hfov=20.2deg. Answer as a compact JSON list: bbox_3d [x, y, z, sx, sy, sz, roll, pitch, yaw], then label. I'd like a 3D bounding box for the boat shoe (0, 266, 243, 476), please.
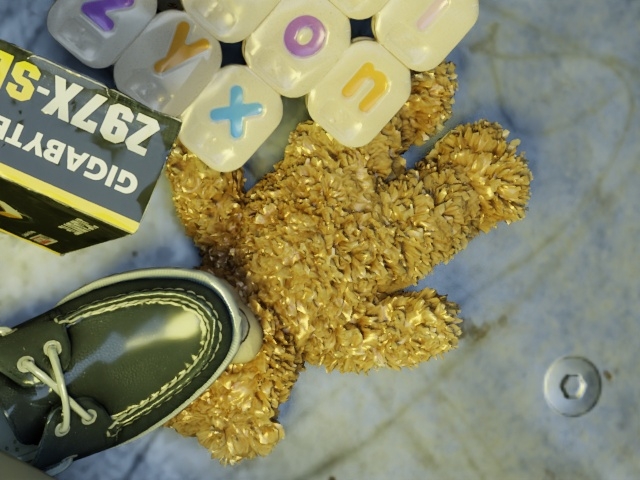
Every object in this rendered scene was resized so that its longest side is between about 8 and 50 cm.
[{"bbox_3d":[-0.194,0.109,1.177,0.302,0.091,0.114,-28,93,10],"label":"boat shoe"}]

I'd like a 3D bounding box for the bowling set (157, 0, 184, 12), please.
[{"bbox_3d":[-0.052,-0.254,1.248,0.287,0.154,0.200,11,85,-14],"label":"bowling set"}]

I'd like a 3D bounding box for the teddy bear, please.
[{"bbox_3d":[0.000,0.000,1.278,0.338,0.113,0.245,-25,93,-14],"label":"teddy bear"}]

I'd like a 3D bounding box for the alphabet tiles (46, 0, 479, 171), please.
[{"bbox_3d":[-0.035,-0.196,1.201,0.284,0.021,0.278,39,97,-17],"label":"alphabet tiles"}]

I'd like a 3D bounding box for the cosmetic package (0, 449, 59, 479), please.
[{"bbox_3d":[-0.120,0.314,1.120,0.453,0.161,0.230,33,90,-20],"label":"cosmetic package"}]

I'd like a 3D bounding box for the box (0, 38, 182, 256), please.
[{"bbox_3d":[-0.241,-0.076,1.107,0.257,0.322,0.079,25,81,-13],"label":"box"}]
